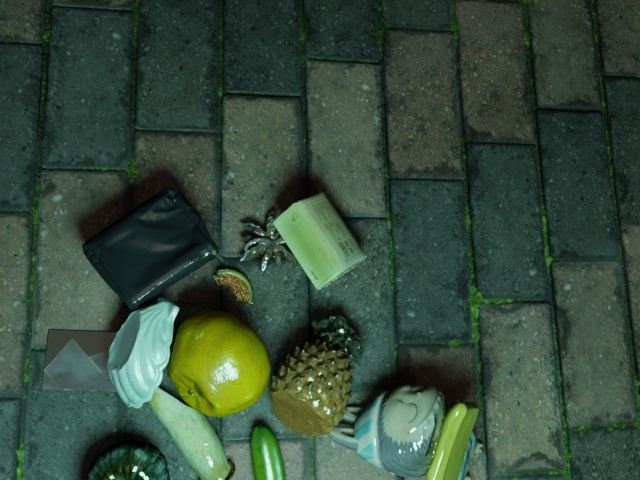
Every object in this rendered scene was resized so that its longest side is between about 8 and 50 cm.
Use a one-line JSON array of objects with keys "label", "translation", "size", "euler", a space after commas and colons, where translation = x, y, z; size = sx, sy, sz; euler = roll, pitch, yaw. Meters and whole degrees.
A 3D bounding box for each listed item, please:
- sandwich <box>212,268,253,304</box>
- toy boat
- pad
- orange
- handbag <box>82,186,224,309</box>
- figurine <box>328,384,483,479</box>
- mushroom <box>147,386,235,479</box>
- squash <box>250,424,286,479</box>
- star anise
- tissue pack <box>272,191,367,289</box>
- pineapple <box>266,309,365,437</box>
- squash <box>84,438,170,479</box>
[{"label": "sandwich", "translation": [-0.235, 0.126, 1.984], "size": [0.135, 0.029, 0.067], "euler": [42, 80, 0]}, {"label": "toy boat", "translation": [-0.463, 0.280, 1.809], "size": [0.100, 0.199, 0.290], "euler": [30, 82, -41]}, {"label": "pad", "translation": [-0.610, 0.321, 1.890], "size": [0.243, 0.004, 0.163], "euler": [4, 77, -9]}, {"label": "orange", "translation": [-0.262, 0.317, 1.813], "size": [0.279, 0.279, 0.235], "euler": [44, 61, 2]}, {"label": "handbag", "translation": [-0.435, 0.043, 1.894], "size": [0.302, 0.178, 0.275], "euler": [-36, 71, -17]}, {"label": "figurine", "translation": [0.220, 0.501, 1.907], "size": [0.378, 0.361, 0.266], "euler": [18, 69, 29]}, {"label": "mushroom", "translation": [-0.343, 0.498, 1.858], "size": [0.107, 0.087, 0.333], "euler": [-33, 83, -14]}, {"label": "squash", "translation": [-0.133, 0.631, 1.865], "size": [0.082, 0.082, 0.292], "euler": [-8, 81, -11]}, {"label": "star anise", "translation": [-0.138, 0.003, 2.011], "size": [0.182, 0.065, 0.195], "euler": [2, 69, -15]}, {"label": "tissue pack", "translation": [0.000, 0.000, 1.976], "size": [0.234, 0.125, 0.159], "euler": [55, 35, 5]}, {"label": "pineapple", "translation": [0.016, 0.331, 1.898], "size": [0.223, 0.223, 0.357], "euler": [34, 50, -1]}, {"label": "squash", "translation": [-0.479, 0.604, 1.763], "size": [0.218, 0.172, 0.218], "euler": [-3, 72, 9]}]
